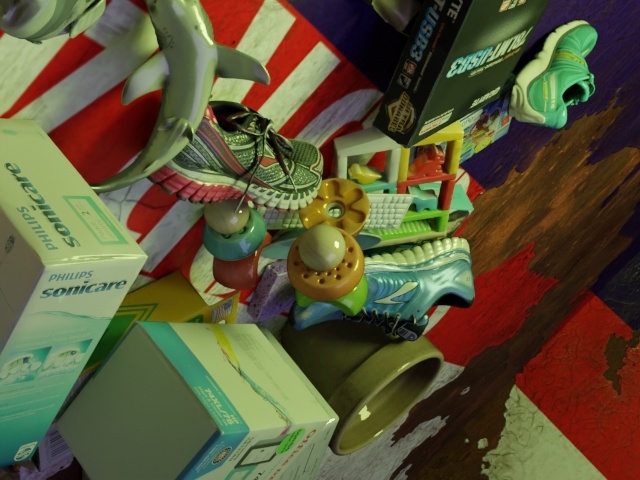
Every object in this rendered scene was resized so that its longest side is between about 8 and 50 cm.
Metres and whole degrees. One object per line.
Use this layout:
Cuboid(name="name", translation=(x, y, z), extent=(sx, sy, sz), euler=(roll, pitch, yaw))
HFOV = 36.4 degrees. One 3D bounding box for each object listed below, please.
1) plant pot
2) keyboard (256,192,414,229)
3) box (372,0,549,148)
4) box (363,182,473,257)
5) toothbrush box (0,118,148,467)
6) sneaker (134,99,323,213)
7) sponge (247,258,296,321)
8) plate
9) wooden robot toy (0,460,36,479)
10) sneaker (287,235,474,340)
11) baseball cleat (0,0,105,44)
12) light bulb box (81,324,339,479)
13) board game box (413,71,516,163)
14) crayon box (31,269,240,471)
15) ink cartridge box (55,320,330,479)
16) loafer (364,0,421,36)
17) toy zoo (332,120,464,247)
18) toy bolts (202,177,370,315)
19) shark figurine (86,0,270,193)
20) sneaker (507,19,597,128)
Cuboid(name="plant pot", translation=(0.051, 0.216, 1.748), extent=(0.263, 0.229, 0.263), euler=(-36, 156, -19))
Cuboid(name="keyboard", translation=(0.021, -0.044, 1.458), extent=(0.256, 0.014, 0.072), euler=(0, 139, -29))
Cuboid(name="box", translation=(0.218, -0.294, 1.324), extent=(0.295, 0.073, 0.293), euler=(-30, 150, -49))
Cuboid(name="box", translation=(0.157, 0.000, 1.706), extent=(0.100, 0.060, 0.244), euler=(2, 140, -32))
Cuboid(name="toothbrush box", translation=(-0.333, 0.056, 0.959), extent=(0.126, 0.216, 0.295), euler=(-6, 136, -53))
Cuboid(name="sneaker", translation=(-0.084, -0.107, 1.184), extent=(0.299, 0.121, 0.112), euler=(-2, 125, -58))
Cuboid(name="sponge", translation=(-0.023, 0.063, 1.640), extent=(0.210, 0.031, 0.117), euler=(-18, 145, -43))
Cuboid(name="plate", translation=(0.000, 0.000, 1.490), extent=(0.188, 0.024, 0.188), euler=(-6, 170, -1))
Cuboid(name="wooden robot toy", translation=(-0.465, 0.363, 1.423), extent=(0.173, 0.076, 0.079), euler=(-40, 166, -5))
Cuboid(name="sneaker", translation=(0.109, 0.098, 1.596), extent=(0.330, 0.147, 0.130), euler=(-14, 168, -12))
Cuboid(name="baseball cleat", translation=(-0.202, -0.258, 0.851), extent=(0.206, 0.072, 0.109), euler=(-43, 169, 10))
Cuboid(name="light bulb box", translation=(-0.201, 0.392, 1.664), extent=(0.361, 0.225, 0.358), euler=(-25, 150, -32))
Cuboid(name="board game box", translation=(0.244, -0.188, 1.635), extent=(0.201, 0.035, 0.136), euler=(-32, 153, -22))
Cuboid(name="crayon box", translation=(-0.276, 0.172, 1.379), extent=(0.323, 0.083, 0.203), euler=(-27, 150, -30))
Cuboid(name="ink cartridge box", translation=(-0.165, 0.245, 1.322), extent=(0.198, 0.197, 0.270), euler=(-51, 154, 16))
Cuboid(name="loafer", translation=(0.099, -0.299, 1.227), extent=(0.056, 0.050, 0.148), euler=(-51, 156, 11))
Cuboid(name="toy zoo", translation=(0.113, -0.091, 1.490), extent=(0.192, 0.030, 0.293), euler=(-9, 143, -8))
Cuboid(name="toy bolts", translation=(-0.044, -0.026, 1.305), extent=(0.158, 0.228, 0.218), euler=(77, 22, -60))
Cuboid(name="shark figurine", translation=(-0.167, -0.148, 1.029), extent=(0.166, 0.116, 0.278), euler=(19, 111, -25))
Cuboid(name="sneaker", translation=(0.404, -0.268, 1.618), extent=(0.275, 0.110, 0.107), euler=(-50, 156, -37))
